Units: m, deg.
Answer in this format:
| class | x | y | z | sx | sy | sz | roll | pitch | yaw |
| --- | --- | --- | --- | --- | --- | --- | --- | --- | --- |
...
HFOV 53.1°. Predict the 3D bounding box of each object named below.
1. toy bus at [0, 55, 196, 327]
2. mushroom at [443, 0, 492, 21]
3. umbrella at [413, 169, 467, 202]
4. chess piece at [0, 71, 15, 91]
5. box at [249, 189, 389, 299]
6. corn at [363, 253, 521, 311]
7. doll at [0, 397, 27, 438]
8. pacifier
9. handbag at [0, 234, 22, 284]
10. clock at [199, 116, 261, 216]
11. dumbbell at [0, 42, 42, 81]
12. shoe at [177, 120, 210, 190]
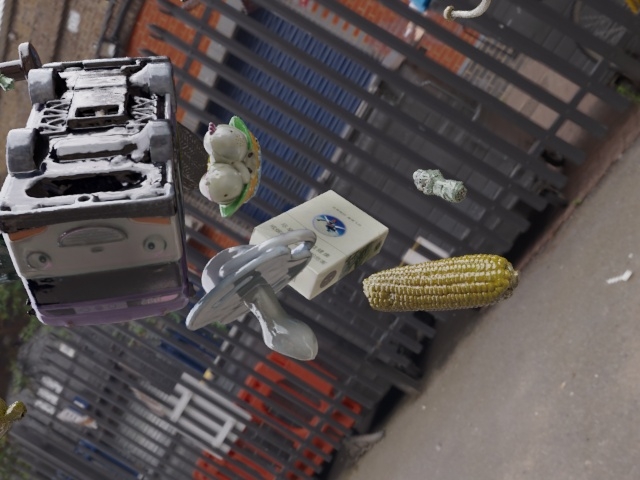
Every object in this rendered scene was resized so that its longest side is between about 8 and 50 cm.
| class | x | y | z | sx | sy | sz | roll | pitch | yaw |
| --- | --- | --- | --- | --- | --- | --- | --- | --- | --- |
| toy bus | -0.301 | -0.083 | 0.918 | 0.440 | 0.209 | 0.249 | -110 | 17 | -52 |
| mushroom | 0.408 | -0.630 | 1.688 | 0.043 | 0.068 | 0.306 | -47 | 13 | -9 |
| umbrella | 0.272 | -0.130 | 1.485 | 0.067 | 0.143 | 0.062 | -47 | -43 | -12 |
| chess piece | -0.581 | -0.296 | 1.127 | 0.042 | 0.093 | 0.042 | -47 | 21 | 24 |
| box | 0.000 | 0.000 | 1.285 | 0.256 | 0.164 | 0.069 | -30 | -31 | -48 |
| corn | 0.270 | 0.100 | 1.459 | 0.120 | 0.363 | 0.121 | 24 | -117 | -60 |
| doll | -0.450 | 0.203 | 0.750 | 0.209 | 0.097 | 0.137 | -9 | 3 | 33 |
| pacifier | -0.072 | 0.100 | 0.999 | 0.227 | 0.207 | 0.279 | -35 | -11 | 10 |
| handbag | -0.638 | 0.017 | 1.089 | 0.238 | 0.326 | 0.089 | 49 | -146 | -70 |
| clock | -0.203 | -0.165 | 1.421 | 0.144 | 0.103 | 0.231 | 12 | -103 | -54 |
| dumbbell | -0.895 | -0.465 | 1.788 | 0.225 | 0.124 | 0.140 | -15 | -14 | -9 |
| shoe | -0.499 | -0.266 | 1.798 | 0.237 | 0.384 | 0.171 | -11 | 50 | 41 |
